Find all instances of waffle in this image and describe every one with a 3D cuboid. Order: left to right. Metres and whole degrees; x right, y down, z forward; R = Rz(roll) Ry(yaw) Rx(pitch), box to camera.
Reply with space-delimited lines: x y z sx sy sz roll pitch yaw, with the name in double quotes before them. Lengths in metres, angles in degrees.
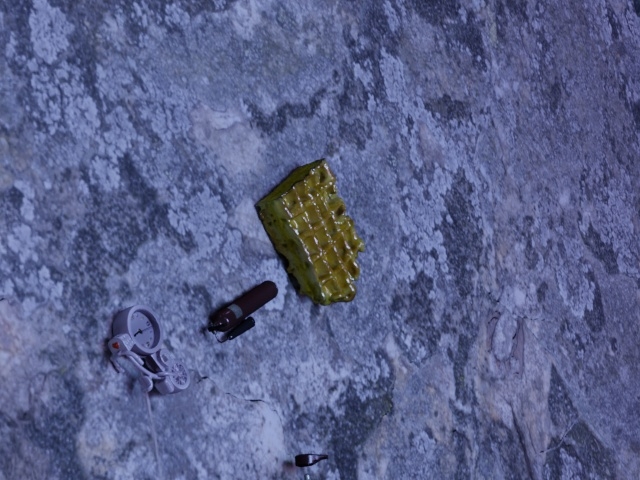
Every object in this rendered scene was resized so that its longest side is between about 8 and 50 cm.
"waffle" 0.000 0.000 2.151 0.160 0.055 0.211 -46 115 -52

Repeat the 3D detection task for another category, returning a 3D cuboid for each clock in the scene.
"clock" -0.215 0.145 1.789 0.129 0.041 0.087 56 33 -17

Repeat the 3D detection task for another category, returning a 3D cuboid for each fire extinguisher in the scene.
"fire extinguisher" -0.111 0.104 1.974 0.173 0.035 0.049 -33 143 -56

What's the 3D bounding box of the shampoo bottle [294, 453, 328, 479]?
"shampoo bottle" -0.011 0.412 1.959 0.068 0.067 0.236 12 67 -44
